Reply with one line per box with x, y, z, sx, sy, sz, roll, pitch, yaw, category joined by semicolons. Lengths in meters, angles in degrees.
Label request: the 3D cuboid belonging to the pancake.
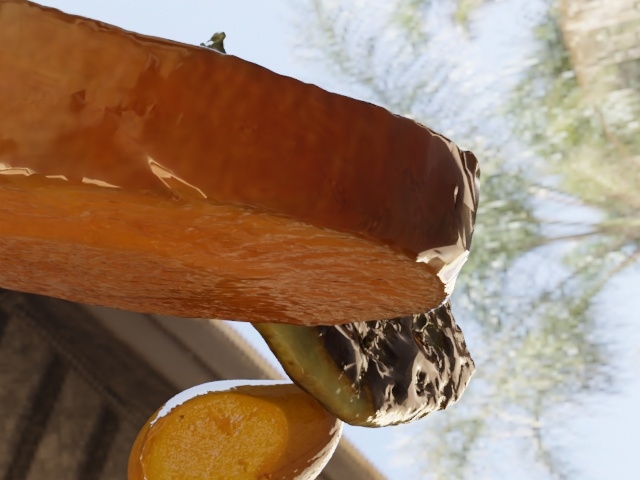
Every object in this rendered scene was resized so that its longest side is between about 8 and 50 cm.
0.001;0.005;1.174;0.427;0.067;0.304;17;-123;-57;pancake

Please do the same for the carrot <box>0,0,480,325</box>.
-0.086;-0.031;0.545;0.258;0.307;0.100;23;-106;-64;carrot

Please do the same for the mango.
-0.076;0.192;1.309;0.217;0.102;0.141;-20;-85;-22;mango
